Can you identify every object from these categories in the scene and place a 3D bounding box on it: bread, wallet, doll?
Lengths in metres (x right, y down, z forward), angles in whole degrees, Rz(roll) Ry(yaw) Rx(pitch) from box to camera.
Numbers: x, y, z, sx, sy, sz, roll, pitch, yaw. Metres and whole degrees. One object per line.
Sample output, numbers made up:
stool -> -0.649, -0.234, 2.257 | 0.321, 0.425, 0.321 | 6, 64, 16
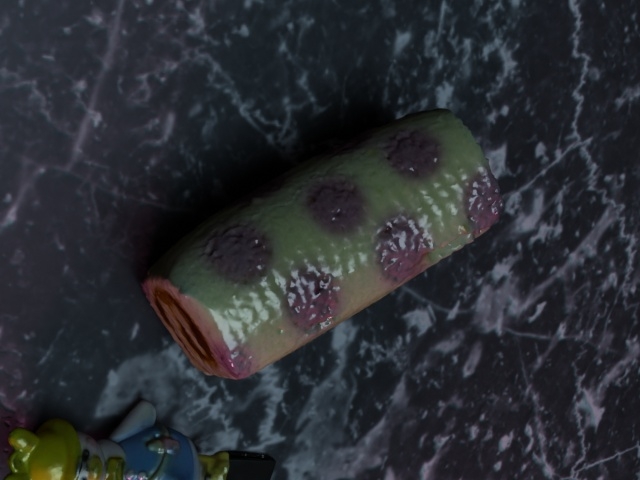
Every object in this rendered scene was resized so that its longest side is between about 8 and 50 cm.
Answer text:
bread -> 0.000, 0.000, 1.284 | 0.338, 0.187, 0.155 | -31, 97, -18
wallet -> -0.104, 0.306, 1.440 | 0.082, 0.018, 0.157 | 12, 103, -34
doll -> -0.206, 0.233, 1.301 | 0.241, 0.099, 0.135 | 15, 105, -37
